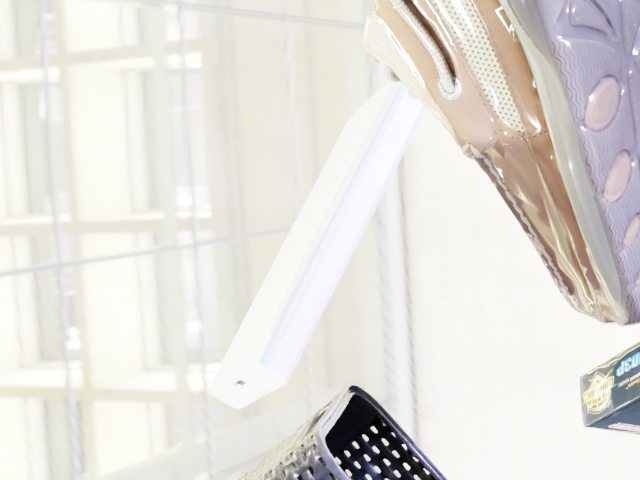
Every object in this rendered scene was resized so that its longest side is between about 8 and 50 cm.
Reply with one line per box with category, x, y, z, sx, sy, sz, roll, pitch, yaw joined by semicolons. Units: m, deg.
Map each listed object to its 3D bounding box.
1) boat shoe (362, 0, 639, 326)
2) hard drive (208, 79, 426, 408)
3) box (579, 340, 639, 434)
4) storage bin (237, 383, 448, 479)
boat shoe;0.083;-0.108;0.641;0.116;0.123;0.324;-5;-65;42
hard drive;0.000;0.000;1.277;0.040;0.203;0.307;29;-109;-7
box;0.357;0.121;1.173;0.175;0.220;0.051;136;-40;-54
storage bin;0.037;0.169;0.662;0.084;0.122;0.180;-41;-91;12
